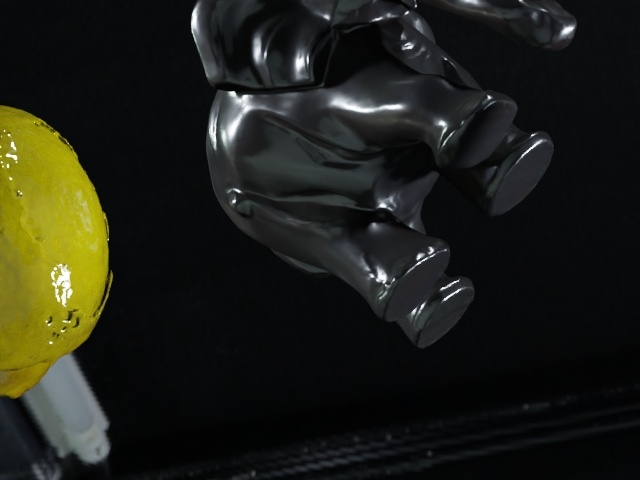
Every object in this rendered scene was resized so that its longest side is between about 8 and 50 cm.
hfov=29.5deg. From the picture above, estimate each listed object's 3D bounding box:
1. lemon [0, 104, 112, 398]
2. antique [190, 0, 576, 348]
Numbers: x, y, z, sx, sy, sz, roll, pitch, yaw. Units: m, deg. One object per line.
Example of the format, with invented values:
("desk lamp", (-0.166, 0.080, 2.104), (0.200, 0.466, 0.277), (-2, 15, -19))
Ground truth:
("lemon", (-0.356, 0.008, 1.254), (0.297, 0.297, 0.297), (2, -58, 3))
("antique", (0.025, -0.090, 0.908), (0.255, 0.185, 0.322), (44, -47, 24))
